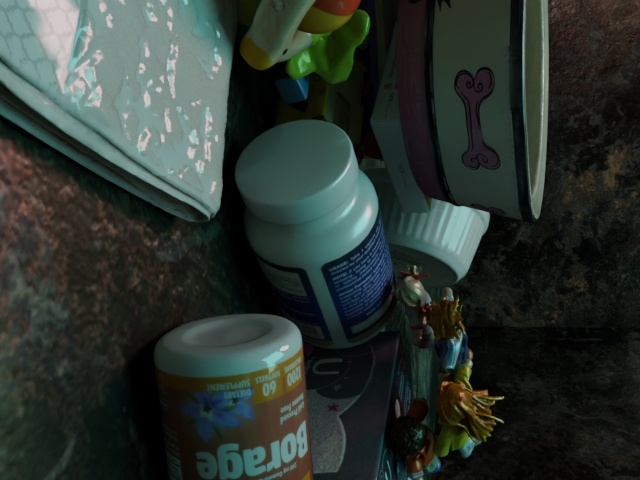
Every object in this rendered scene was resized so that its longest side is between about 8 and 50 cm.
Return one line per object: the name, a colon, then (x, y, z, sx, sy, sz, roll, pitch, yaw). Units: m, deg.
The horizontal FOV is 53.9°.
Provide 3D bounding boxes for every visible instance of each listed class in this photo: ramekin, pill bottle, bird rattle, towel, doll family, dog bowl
ramekin: (0.156, -0.011, 1.133, 0.273, 0.273, 0.127, 57, 47, -63)
pill bottle: (0.000, 0.000, 0.732, 0.264, 0.153, 0.153, 72, 23, -49)
bird rattle: (0.022, -0.241, 0.580, 0.143, 0.253, 0.207, 49, 42, -10)
pill bottle: (-0.067, 0.179, 0.528, 0.121, 0.121, 0.216, -37, 123, -72)
towel: (-0.135, -0.211, 0.449, 0.317, 0.054, 0.331, 42, 49, -70)
doll family: (0.147, 0.144, 0.721, 0.163, 0.118, 0.262, 56, 32, -56)
dog bowl: (0.217, -0.227, 0.846, 0.408, 0.150, 0.407, 1, 90, -67)

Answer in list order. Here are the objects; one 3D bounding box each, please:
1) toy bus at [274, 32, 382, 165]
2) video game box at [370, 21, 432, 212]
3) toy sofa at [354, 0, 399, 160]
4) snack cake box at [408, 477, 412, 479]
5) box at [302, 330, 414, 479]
toy bus: (-0.006, -0.169, 0.810, 0.202, 0.104, 0.190, -43, 124, -49)
video game box: (0.131, -0.171, 0.897, 0.205, 0.048, 0.187, 59, 42, -52)
toy sofa: (0.047, -0.301, 0.935, 0.177, 0.150, 0.362, -45, 132, -57)
snack cake box: (0.078, 0.423, 0.983, 0.264, 0.152, 0.089, 74, 21, -44)
box: (0.017, 0.236, 0.754, 0.247, 0.163, 0.142, -66, 147, -59)
